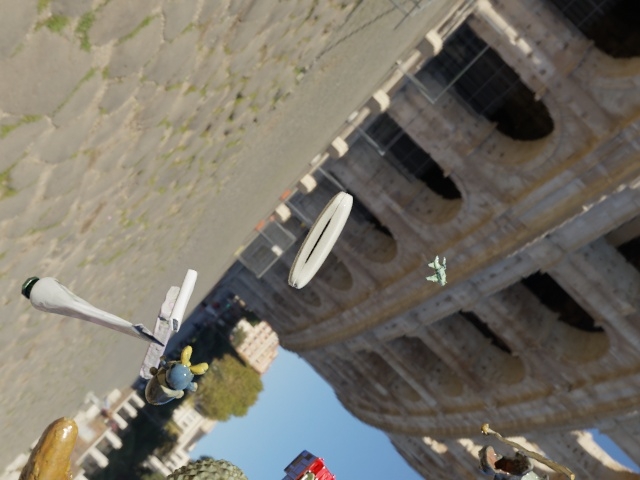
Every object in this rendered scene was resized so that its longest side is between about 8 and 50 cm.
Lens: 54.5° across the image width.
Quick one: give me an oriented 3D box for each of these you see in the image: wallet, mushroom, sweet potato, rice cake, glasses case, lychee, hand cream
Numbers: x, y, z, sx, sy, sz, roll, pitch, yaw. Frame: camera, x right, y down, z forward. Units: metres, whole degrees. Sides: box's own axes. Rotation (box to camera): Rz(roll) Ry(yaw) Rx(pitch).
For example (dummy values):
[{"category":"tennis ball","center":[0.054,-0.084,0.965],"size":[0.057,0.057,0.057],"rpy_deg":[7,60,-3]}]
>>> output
[{"category":"wallet","center":[-0.284,0.124,1.287],"size":[0.061,0.025,0.122],"rpy_deg":[103,0,-54]},{"category":"mushroom","center":[0.363,0.373,1.107],"size":[0.028,0.026,0.286],"rpy_deg":[-2,-179,-16]},{"category":"sweet potato","center":[-0.498,0.463,1.111],"size":[0.095,0.106,0.355],"rpy_deg":[7,124,-40]},{"category":"rice cake","center":[-0.450,0.264,1.751],"size":[0.106,0.050,0.298],"rpy_deg":[-83,-163,-54]},{"category":"glasses case","center":[0.000,0.000,1.176],"size":[0.204,0.051,0.081],"rpy_deg":[-60,176,4]},{"category":"lychee","center":[-0.255,0.598,1.313],"size":[0.274,0.255,0.255],"rpy_deg":[-54,-175,-24]},{"category":"hand cream","center":[-0.493,0.152,1.326],"size":[0.121,0.336,0.076],"rpy_deg":[66,45,-63]}]

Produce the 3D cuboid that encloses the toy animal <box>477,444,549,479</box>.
[{"category":"toy animal","center":[0.521,0.651,1.638],"size":[0.168,0.343,0.106],"rpy_deg":[-13,-147,14]}]

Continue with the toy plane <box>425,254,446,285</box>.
[{"category":"toy plane","center":[0.291,0.079,1.523],"size":[0.033,0.083,0.080],"rpy_deg":[6,-139,49]}]

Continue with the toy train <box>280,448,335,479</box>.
[{"category":"toy train","center":[-0.064,0.632,1.553],"size":[0.204,0.083,0.131],"rpy_deg":[-39,-163,-22]}]

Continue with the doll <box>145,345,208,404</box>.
[{"category":"doll","center":[-0.297,0.277,1.268],"size":[0.179,0.102,0.089],"rpy_deg":[-37,-170,27]}]
